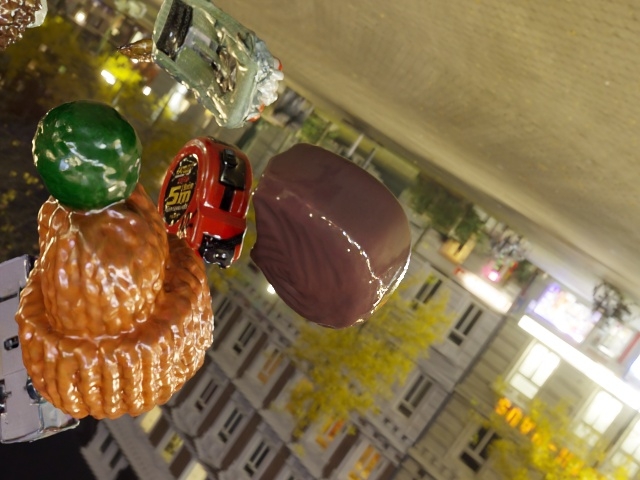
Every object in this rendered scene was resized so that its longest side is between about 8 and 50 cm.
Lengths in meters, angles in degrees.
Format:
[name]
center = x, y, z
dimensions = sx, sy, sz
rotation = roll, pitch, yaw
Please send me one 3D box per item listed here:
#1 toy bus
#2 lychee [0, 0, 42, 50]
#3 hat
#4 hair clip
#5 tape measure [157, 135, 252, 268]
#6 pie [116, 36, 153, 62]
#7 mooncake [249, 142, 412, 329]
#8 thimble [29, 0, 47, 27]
[toy bus]
center = -0.500, 0.192, 1.394
dimensions = 0.138, 0.112, 0.317
rotation = 28, -131, -63
[lychee]
center = -0.444, -0.321, 0.873
dimensions = 0.271, 0.271, 0.271
rotation = 34, -176, -3
[hat]
center = -0.260, 0.028, 1.041
dimensions = 0.285, 0.400, 0.285
rotation = 8, -137, -7
[hair clip]
center = -0.137, -0.253, 1.104
dimensions = 0.091, 0.138, 0.321
rotation = 6, -152, -35
[tape measure]
center = -0.225, -0.075, 1.553
dimensions = 0.114, 0.261, 0.253
rotation = 20, 168, -33
[pie]
center = -0.308, -0.382, 1.592
dimensions = 0.191, 0.033, 0.088
rotation = -6, 165, -8
[mooncake]
center = 0.000, 0.000, 1.376
dimensions = 0.334, 0.174, 0.326
rotation = 50, 151, -16
[thimble]
center = -0.563, -0.412, 1.200
dimensions = 0.291, 0.195, 0.291
rotation = 3, -159, -1
